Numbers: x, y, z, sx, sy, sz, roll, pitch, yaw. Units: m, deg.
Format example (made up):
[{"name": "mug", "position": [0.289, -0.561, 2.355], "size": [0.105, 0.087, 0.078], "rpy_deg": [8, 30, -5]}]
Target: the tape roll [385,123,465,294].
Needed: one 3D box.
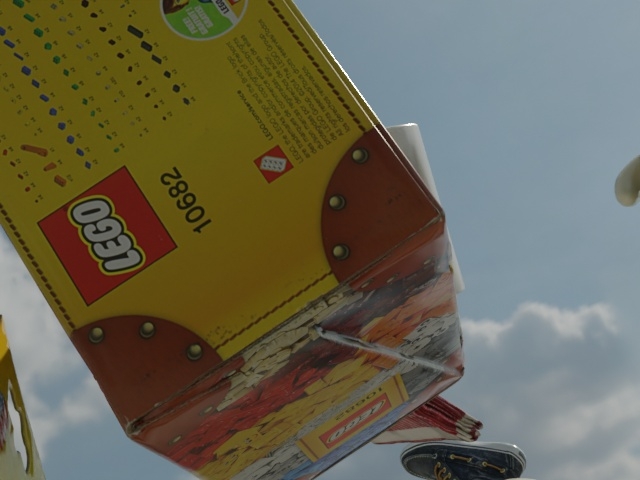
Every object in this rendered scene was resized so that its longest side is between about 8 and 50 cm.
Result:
[{"name": "tape roll", "position": [0.000, 0.000, 1.319], "size": [0.246, 0.169, 0.246], "rpy_deg": [-15, 0, 0]}]

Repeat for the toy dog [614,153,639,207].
[{"name": "toy dog", "position": [0.532, -0.128, 1.483], "size": [0.396, 0.284, 0.408], "rpy_deg": [-12, 11, -1]}]

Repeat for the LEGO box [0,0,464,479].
[{"name": "LEGO box", "position": [-0.124, -0.100, 0.897], "size": [0.193, 0.500, 0.372], "rpy_deg": [-33, -19, -3]}]

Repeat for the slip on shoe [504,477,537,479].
[{"name": "slip on shoe", "position": [0.110, 0.157, 0.621], "size": [0.041, 0.135, 0.051], "rpy_deg": [-7, -54, -32]}]

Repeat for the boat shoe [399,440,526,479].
[{"name": "boat shoe", "position": [0.175, 0.307, 1.810], "size": [0.183, 0.083, 0.065], "rpy_deg": [-5, -58, 33]}]

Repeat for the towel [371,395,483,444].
[{"name": "towel", "position": [0.010, 0.179, 1.692], "size": [0.329, 0.037, 0.237], "rpy_deg": [31, -24, -26]}]

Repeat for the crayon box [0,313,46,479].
[{"name": "crayon box", "position": [-0.271, 0.227, 0.924], "size": [0.081, 0.318, 0.202], "rpy_deg": [3, -50, 6]}]
